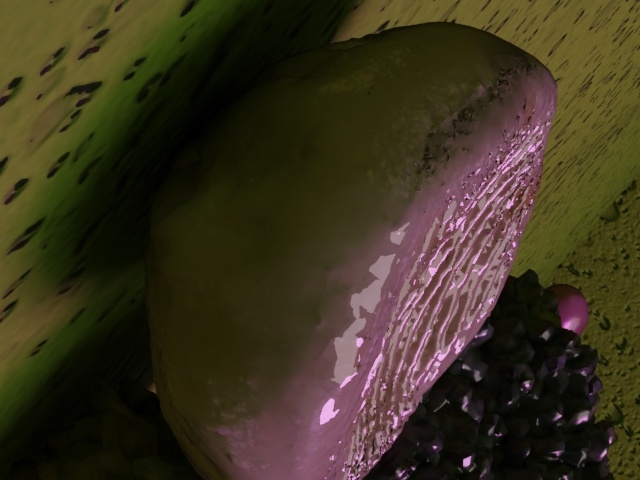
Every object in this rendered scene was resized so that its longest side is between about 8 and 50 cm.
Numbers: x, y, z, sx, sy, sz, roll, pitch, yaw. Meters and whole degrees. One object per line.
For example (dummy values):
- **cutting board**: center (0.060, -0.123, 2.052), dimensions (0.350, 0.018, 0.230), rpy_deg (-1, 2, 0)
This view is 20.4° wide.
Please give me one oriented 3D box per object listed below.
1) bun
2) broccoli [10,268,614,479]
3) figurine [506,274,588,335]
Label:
- **bun**: center (0.000, 0.000, 0.590), dimensions (0.183, 0.102, 0.183), rpy_deg (-51, 162, -23)
- **broccoli**: center (-0.021, 0.185, 0.762), dimensions (0.317, 0.338, 0.277), rpy_deg (-29, 154, 35)
- **figurine**: center (0.138, 0.107, 1.510), dimensions (0.173, 0.173, 0.173), rpy_deg (-46, 171, -10)
